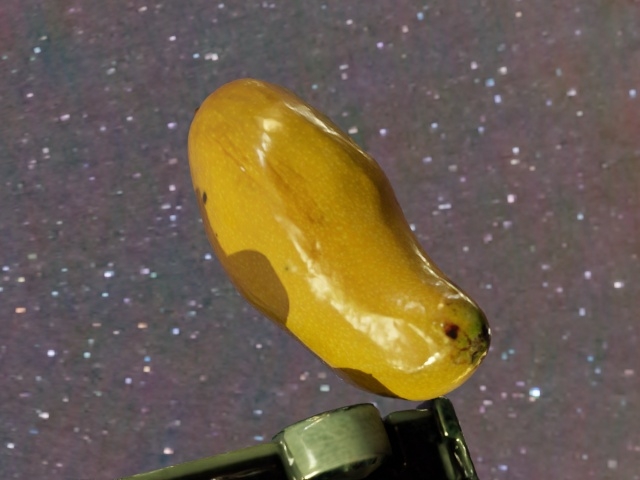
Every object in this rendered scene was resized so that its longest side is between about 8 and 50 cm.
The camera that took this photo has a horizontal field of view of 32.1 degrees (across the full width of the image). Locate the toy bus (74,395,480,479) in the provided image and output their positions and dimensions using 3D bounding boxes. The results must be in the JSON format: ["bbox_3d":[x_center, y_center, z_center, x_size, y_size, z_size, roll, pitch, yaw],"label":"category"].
[{"bbox_3d":[-0.068,0.167,0.463,0.276,0.165,0.133,-8,-110,-29],"label":"toy bus"}]

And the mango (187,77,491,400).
[{"bbox_3d":[0.000,0.000,0.509,0.075,0.098,0.190,-21,-120,-42],"label":"mango"}]
